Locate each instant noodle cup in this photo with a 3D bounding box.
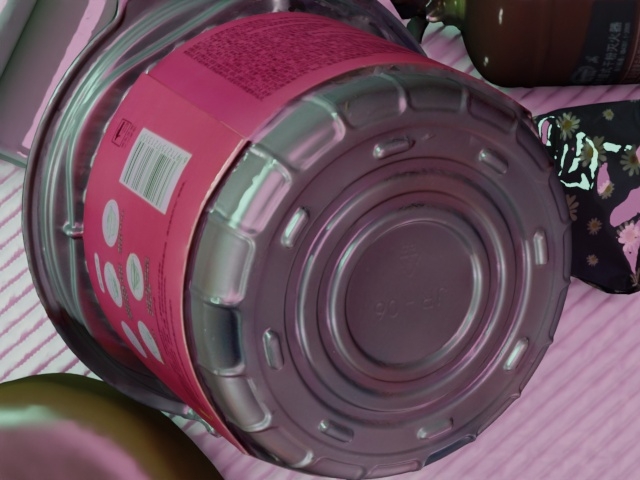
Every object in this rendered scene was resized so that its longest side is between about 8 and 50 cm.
[{"bbox_3d":[0.000,0.000,0.472,0.258,0.181,0.302,-33,117,-14],"label":"instant noodle cup"}]

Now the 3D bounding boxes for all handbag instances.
[{"bbox_3d":[0.138,-0.031,0.594,0.139,0.072,0.115,8,88,16],"label":"handbag"}]

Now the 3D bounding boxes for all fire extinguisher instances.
[{"bbox_3d":[0.193,-0.153,0.573,0.337,0.135,0.114,-2,71,2],"label":"fire extinguisher"}]

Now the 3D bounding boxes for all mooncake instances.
[{"bbox_3d":[-0.139,0.199,0.543,0.235,0.117,0.234,0,86,-1],"label":"mooncake"}]

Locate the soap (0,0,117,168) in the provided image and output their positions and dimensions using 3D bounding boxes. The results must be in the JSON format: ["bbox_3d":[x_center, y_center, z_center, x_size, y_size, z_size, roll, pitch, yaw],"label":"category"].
[{"bbox_3d":[-0.182,-0.189,0.578,0.160,0.087,0.265,19,83,33],"label":"soap"}]
